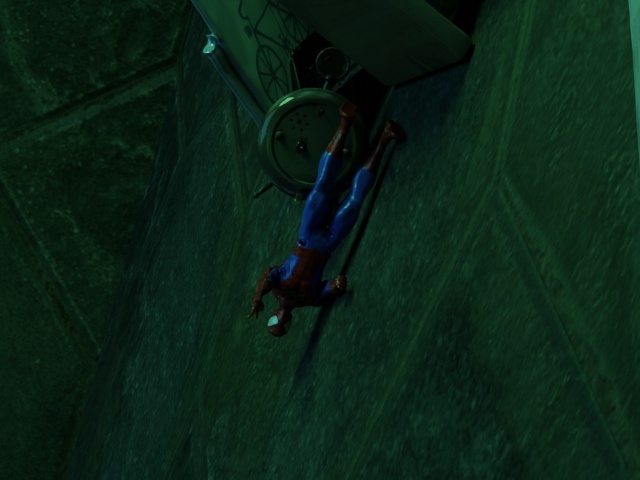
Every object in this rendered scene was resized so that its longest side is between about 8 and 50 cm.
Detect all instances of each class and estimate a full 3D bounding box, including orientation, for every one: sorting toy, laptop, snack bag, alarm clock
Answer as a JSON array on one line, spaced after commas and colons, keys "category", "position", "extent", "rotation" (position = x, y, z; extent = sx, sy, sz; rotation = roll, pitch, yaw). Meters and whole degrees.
[{"category": "sorting toy", "position": [0.037, -0.290, 1.879], "extent": [0.089, 0.255, 0.257], "rotation": [-55, 12, -11]}, {"category": "laptop", "position": [0.039, -0.176, 2.169], "extent": [0.264, 0.136, 0.234], "rotation": [-41, 23, 12]}, {"category": "snack bag", "position": [-0.107, -0.338, 2.312], "extent": [0.037, 0.342, 0.323], "rotation": [-18, 34, 25]}, {"category": "alarm clock", "position": [-0.004, -0.130, 2.006], "extent": [0.064, 0.129, 0.192], "rotation": [105, 178, -87]}]

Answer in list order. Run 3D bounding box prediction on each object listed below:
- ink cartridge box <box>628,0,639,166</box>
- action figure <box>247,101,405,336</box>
[{"category": "ink cartridge box", "position": [0.244, -0.168, 1.108], "extent": [0.232, 0.066, 0.189], "rotation": [104, 168, -65]}, {"category": "action figure", "position": [0.000, 0.000, 1.924], "extent": [0.139, 0.091, 0.280], "rotation": [-82, 16, -68]}]
